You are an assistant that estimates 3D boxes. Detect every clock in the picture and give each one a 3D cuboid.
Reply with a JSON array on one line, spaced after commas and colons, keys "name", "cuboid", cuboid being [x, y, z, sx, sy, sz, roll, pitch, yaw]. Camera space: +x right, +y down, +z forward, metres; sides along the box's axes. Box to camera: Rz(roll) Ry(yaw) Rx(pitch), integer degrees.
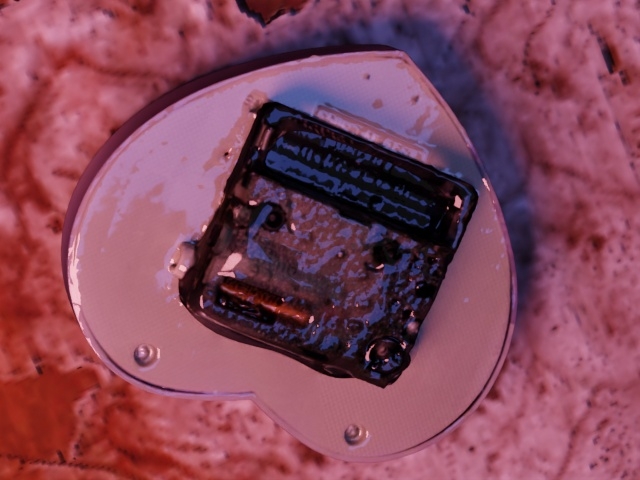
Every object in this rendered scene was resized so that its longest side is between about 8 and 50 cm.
[{"name": "clock", "cuboid": [0.000, 0.000, 0.814, 0.198, 0.064, 0.172, 23, 97, -19]}]
